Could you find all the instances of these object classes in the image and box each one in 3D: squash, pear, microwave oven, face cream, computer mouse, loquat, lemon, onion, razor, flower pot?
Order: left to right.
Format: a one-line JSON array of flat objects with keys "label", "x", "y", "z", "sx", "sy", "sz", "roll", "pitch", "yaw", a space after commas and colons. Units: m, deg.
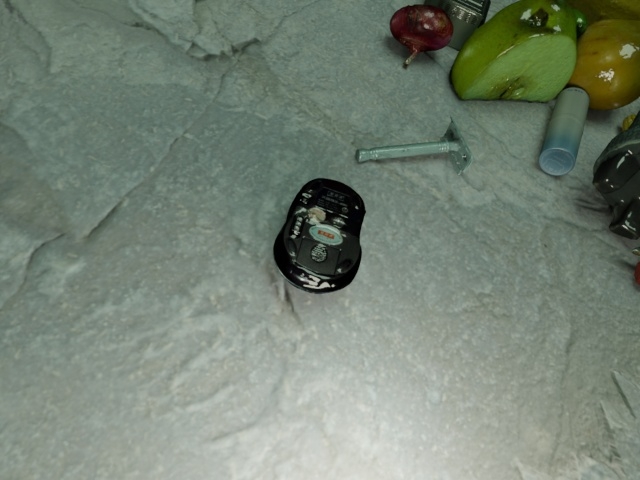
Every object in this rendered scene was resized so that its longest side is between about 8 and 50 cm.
[{"label": "computer mouse", "x": 0.000, "y": 0.000, "z": 0.994, "sx": 0.137, "sy": 0.096, "sz": 0.233, "roll": 26, "pitch": 47, "yaw": -6}, {"label": "razor", "x": 0.183, "y": -0.181, "z": 1.210, "sx": 0.232, "sy": 0.068, "sz": 0.106, "roll": -9, "pitch": 58, "yaw": -18}, {"label": "onion", "x": 0.227, "y": -0.462, "z": 1.399, "sx": 0.150, "sy": 0.150, "sz": 0.140, "roll": 15, "pitch": 83, "yaw": -7}, {"label": "microwave oven", "x": 0.341, "y": -0.600, "z": 1.516, "sx": 0.163, "sy": 0.129, "sz": 0.205, "roll": 23, "pitch": 52, "yaw": 0}, {"label": "pear", "x": 0.450, "y": -0.443, "z": 1.370, "sx": 0.293, "sy": 0.292, "sz": 0.159, "roll": -3, "pitch": 66, "yaw": -20}, {"label": "squash", "x": 0.562, "y": -0.537, "z": 1.502, "sx": 0.082, "sy": 0.082, "sz": 0.292, "roll": 2, "pitch": 20, "yaw": -17}, {"label": "face cream", "x": 0.552, "y": -0.249, "z": 1.365, "sx": 0.077, "sy": 0.077, "sz": 0.250, "roll": 29, "pitch": 51, "yaw": 4}, {"label": "loquat", "x": 0.673, "y": -0.413, "z": 1.459, "sx": 0.246, "sy": 0.213, "sz": 0.213, "roll": -25, "pitch": 57, "yaw": 16}, {"label": "lemon", "x": 0.804, "y": -0.667, "z": 1.645, "sx": 0.245, "sy": 0.245, "sz": 0.320, "roll": -29, "pitch": 62, "yaw": -32}, {"label": "flower pot", "x": 0.713, "y": -0.128, "z": 1.191, "sx": 0.299, "sy": 0.299, "sz": 0.283, "roll": 38, "pitch": 71, "yaw": 11}]

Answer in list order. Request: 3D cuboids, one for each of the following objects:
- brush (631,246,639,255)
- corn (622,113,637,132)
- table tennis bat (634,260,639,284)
[{"label": "brush", "x": 0.689, "y": 0.026, "z": 1.185, "sx": 0.197, "sy": 0.021, "sz": 0.070, "roll": 5, "pitch": 40, "yaw": -18}, {"label": "corn", "x": 0.753, "y": -0.218, "z": 1.418, "sx": 0.068, "sy": 0.067, "sz": 0.206, "roll": 15, "pitch": 50, "yaw": -8}, {"label": "table tennis bat", "x": 0.818, "y": 0.122, "z": 1.207, "sx": 0.415, "sy": 0.051, "sz": 0.268, "roll": 18, "pitch": 49, "yaw": -8}]
